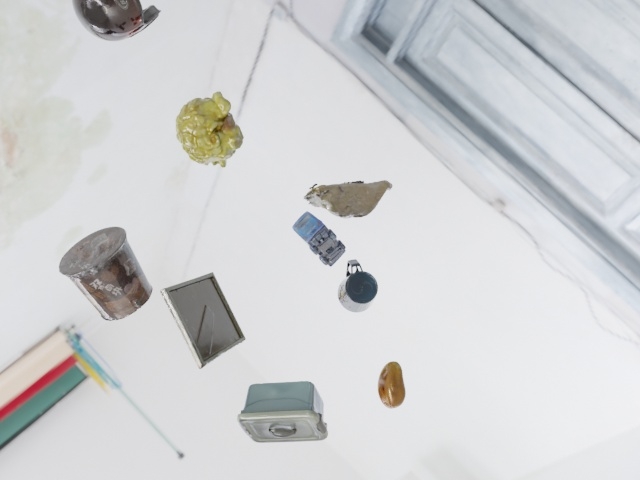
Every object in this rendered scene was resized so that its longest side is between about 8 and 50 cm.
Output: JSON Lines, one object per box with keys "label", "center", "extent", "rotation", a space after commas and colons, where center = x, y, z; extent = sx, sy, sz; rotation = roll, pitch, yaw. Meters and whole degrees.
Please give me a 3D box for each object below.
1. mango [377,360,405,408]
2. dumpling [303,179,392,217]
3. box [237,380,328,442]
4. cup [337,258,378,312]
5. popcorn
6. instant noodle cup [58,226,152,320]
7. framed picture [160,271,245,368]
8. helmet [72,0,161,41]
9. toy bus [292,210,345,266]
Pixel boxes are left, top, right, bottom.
{"label": "mango", "center": [0.174, 0.352, 1.742], "extent": [0.060, 0.115, 0.080], "rotation": [-1, 6, -26]}
{"label": "dumpling", "center": [0.067, -0.107, 2.073], "extent": [0.332, 0.086, 0.166], "rotation": [-4, -26, -44]}
{"label": "box", "center": [-0.097, 0.465, 1.913], "extent": [0.162, 0.226, 0.130], "rotation": [68, -160, -48]}
{"label": "cup", "center": [0.123, 0.146, 2.375], "extent": [0.131, 0.177, 0.155], "rotation": [-12, -9, -6]}
{"label": "popcorn", "center": [-0.348, -0.347, 2.276], "extent": [0.216, 0.235, 0.181], "rotation": [-41, 19, 3]}
{"label": "instant noodle cup", "center": [-0.612, 0.103, 2.078], "extent": [0.217, 0.217, 0.207], "rotation": [-41, -54, -25]}
{"label": "framed picture", "center": [-0.318, 0.214, 2.002], "extent": [0.024, 0.232, 0.315], "rotation": [-27, -2, 15]}
{"label": "helmet", "center": [-0.511, -0.591, 1.761], "extent": [0.193, 0.189, 0.216], "rotation": [-37, 26, -16]}
{"label": "toy bus", "center": [0.001, -0.003, 1.938], "extent": [0.079, 0.094, 0.236], "rotation": [-41, -22, 0]}
